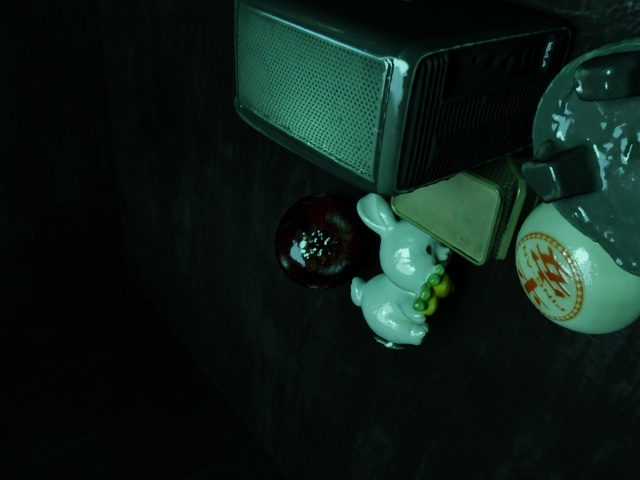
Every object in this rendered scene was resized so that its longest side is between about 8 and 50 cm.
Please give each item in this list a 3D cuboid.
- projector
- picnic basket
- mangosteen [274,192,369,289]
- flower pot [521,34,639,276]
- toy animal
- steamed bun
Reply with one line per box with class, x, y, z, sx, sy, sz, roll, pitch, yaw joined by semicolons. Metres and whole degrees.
projector;0.118;-0.271;0.956;0.405;0.395;0.242;36;133;38
picnic basket;0.266;-0.089;1.070;0.267;0.139;0.165;38;136;42
mangosteen;0.000;0.000;1.456;0.261;0.236;0.235;-115;6;-85
flower pot;0.424;-0.107;0.731;0.299;0.283;0.299;28;129;43
toy animal;0.180;0.059;1.244;0.247;0.183;0.310;33;133;40
steamed bun;0.395;0.038;0.922;0.232;0.145;0.231;168;90;-76
